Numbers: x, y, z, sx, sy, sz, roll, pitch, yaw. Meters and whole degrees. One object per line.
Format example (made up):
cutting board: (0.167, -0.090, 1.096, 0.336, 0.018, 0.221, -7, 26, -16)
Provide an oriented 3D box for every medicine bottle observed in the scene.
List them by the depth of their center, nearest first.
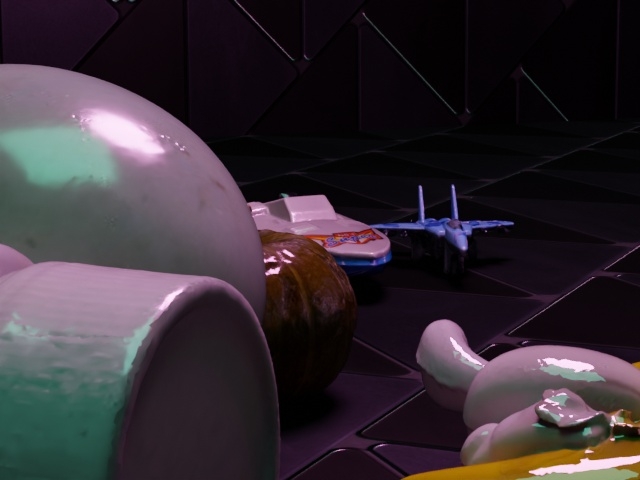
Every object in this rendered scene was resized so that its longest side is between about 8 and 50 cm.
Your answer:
medicine bottle: (-0.223, 0.101, 0.799, 0.371, 0.211, 0.211, 4, 10, 21)

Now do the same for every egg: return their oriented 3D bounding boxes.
egg: (-0.203, 0.024, 1.051, 0.389, 0.276, 0.276, 0, 7, 43)

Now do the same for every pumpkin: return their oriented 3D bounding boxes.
pumpkin: (-0.076, 0.047, 1.260, 0.219, 0.162, 0.219, 4, 8, -1)

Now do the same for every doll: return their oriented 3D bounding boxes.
doll: (0.157, 0.124, 0.962, 0.252, 0.111, 0.237, 4, 26, 18)

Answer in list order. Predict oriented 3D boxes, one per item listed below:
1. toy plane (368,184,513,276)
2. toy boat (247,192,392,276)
toy plane: (0.144, -0.001, 1.817, 0.169, 0.078, 0.246, -1, 16, -5)
toy boat: (0.000, 0.000, 1.759, 0.129, 0.088, 0.295, -4, 10, -22)
